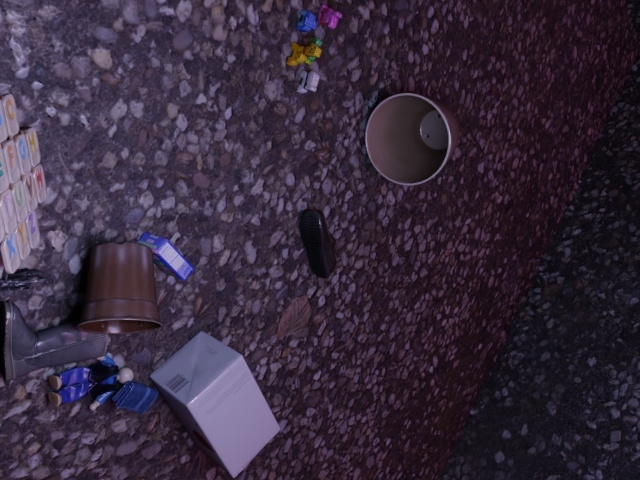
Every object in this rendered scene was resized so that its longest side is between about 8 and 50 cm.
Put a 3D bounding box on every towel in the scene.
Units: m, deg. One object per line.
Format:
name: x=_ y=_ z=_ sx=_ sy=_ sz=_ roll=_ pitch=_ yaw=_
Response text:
towel: x=-0.426 y=0.365 z=1.435 sx=0.067 sy=0.029 sz=0.119 roll=-51 pitch=151 yaw=-8

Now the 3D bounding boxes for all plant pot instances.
plant pot: x=-0.408 y=0.098 z=1.270 sx=0.166 sy=0.166 sz=0.165 roll=16 pitch=64 yaw=-47
plant pot: x=0.306 y=-0.316 z=1.831 sx=0.274 sy=0.256 sz=0.257 roll=-28 pitch=125 yaw=-55

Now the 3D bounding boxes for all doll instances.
doll: x=-0.498 y=0.314 z=1.359 sx=0.189 sy=0.046 sz=0.129 roll=-4 pitch=101 yaw=-51

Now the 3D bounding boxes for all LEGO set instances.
LEGO set: x=-0.014 y=-0.482 z=1.527 sx=0.087 sy=0.093 sz=0.227 roll=11 pitch=96 yaw=-47

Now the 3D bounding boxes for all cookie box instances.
cookie box: x=-0.348 y=0.036 z=1.379 sx=0.040 sy=0.091 sz=0.107 roll=-54 pitch=134 yaw=-21

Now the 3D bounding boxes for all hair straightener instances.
hair straightener: x=-0.603 y=0.087 z=1.140 sx=0.230 sy=0.089 sz=0.047 roll=0 pitch=108 yaw=-46

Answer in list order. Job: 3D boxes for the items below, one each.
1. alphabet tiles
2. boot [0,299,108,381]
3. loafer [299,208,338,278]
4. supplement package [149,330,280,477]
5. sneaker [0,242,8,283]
alphabet tiles: x=-0.521 y=-0.099 z=1.046 sx=0.021 sy=0.284 sz=0.278 roll=-3 pitch=111 yaw=-6
boot: x=-0.537 y=0.185 z=1.253 sx=0.208 sy=0.076 sz=0.190 roll=-10 pitch=124 yaw=-36
loafer: x=0.000 y=0.000 z=1.738 sx=0.078 sy=0.080 sz=0.220 roll=-42 pitch=136 yaw=-40
supplement package: x=-0.256 y=0.408 z=1.542 sx=0.175 sy=0.177 sz=0.293 roll=-41 pitch=129 yaw=-28
sneaker: x=-0.635 y=-0.105 z=1.013 sx=0.181 sy=0.158 sz=0.411 roll=-13 pitch=110 yaw=-26
